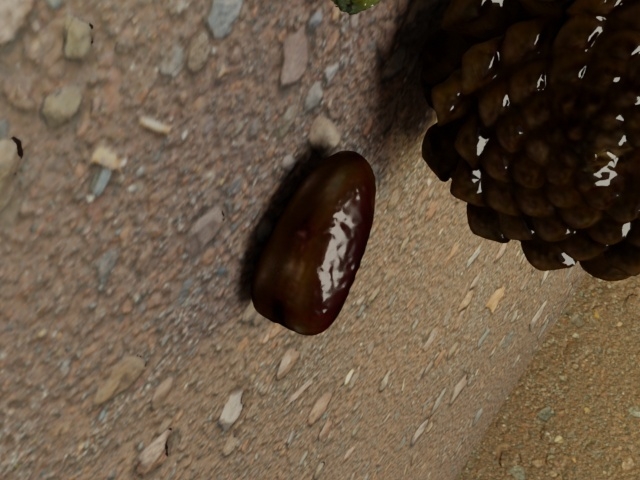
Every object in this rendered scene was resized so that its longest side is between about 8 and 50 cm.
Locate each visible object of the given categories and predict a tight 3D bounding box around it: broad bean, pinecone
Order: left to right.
[{"bbox_3d":[0.000,0.000,0.880,0.114,0.084,0.165,83,32,-82],"label":"broad bean"},{"bbox_3d":[0.280,-0.164,0.986,0.384,0.384,0.384,-48,155,-30],"label":"pinecone"}]

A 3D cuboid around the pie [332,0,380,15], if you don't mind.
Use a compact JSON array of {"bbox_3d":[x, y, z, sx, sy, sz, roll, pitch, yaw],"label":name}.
[{"bbox_3d":[0.050,-0.254,0.723,0.187,0.041,0.187,-48,156,-30],"label":"pie"}]
